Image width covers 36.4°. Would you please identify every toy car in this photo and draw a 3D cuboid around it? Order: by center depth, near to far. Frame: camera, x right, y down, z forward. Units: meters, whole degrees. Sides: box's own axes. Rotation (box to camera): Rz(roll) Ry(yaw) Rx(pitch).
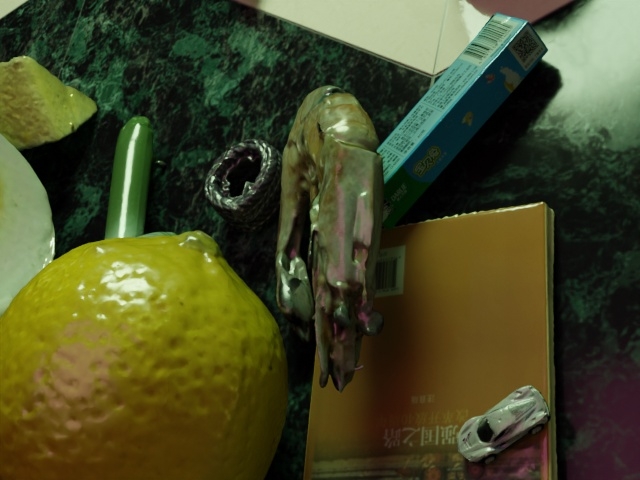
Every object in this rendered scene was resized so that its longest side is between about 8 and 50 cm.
[{"bbox_3d":[0.164,0.169,0.885,0.093,0.025,0.041,-36,50,11],"label":"toy car"}]

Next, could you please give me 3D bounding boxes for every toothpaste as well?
[{"bbox_3d":[0.135,-0.133,1.067,0.266,0.050,0.065,-49,34,-1],"label":"toothpaste"}]

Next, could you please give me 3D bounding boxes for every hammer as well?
[{"bbox_3d":[-0.246,-0.022,1.241,0.206,0.119,0.335,-19,51,24],"label":"hammer"}]

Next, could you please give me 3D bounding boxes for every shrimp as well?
[{"bbox_3d":[0.000,0.000,1.028,0.247,0.085,0.360,125,146,-50],"label":"shrimp"}]

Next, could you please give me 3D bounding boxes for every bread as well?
[{"bbox_3d":[-0.477,-0.176,1.413,0.266,0.178,0.141,-13,53,23],"label":"bread"}]

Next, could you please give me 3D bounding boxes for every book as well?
[{"bbox_3d":[0.104,0.149,0.969,0.263,0.028,0.374,-9,61,29],"label":"book"}]

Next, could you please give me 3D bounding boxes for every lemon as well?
[{"bbox_3d":[-0.186,0.163,0.969,0.336,0.336,0.336,-15,59,26],"label":"lemon"}]

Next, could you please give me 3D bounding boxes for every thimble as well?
[{"bbox_3d":[-0.087,-0.068,1.182,0.095,0.066,0.104,12,70,35],"label":"thimble"}]

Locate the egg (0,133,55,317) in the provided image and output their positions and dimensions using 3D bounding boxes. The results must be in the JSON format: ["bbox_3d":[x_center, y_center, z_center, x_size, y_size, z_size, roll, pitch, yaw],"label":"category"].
[{"bbox_3d":[-0.580,0.023,1.282,0.340,0.354,0.354,-32,51,33],"label":"egg"}]
